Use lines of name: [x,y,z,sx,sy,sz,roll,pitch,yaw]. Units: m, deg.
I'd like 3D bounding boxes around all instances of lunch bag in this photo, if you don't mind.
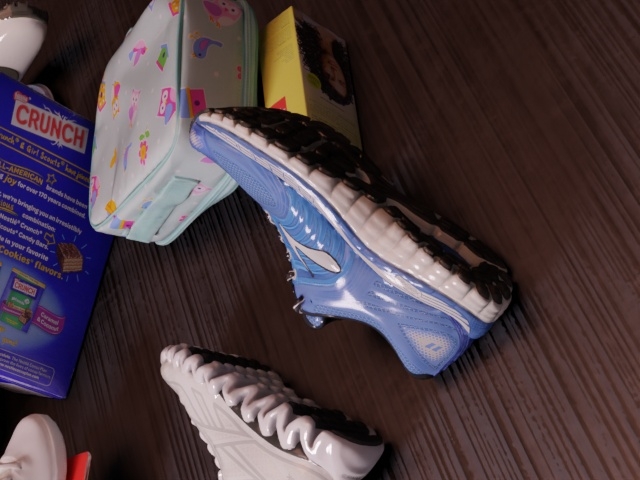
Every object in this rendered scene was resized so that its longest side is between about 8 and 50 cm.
lunch bag: [-0.159,-0.121,1.485,0.279,0.108,0.224,-38,50,56]

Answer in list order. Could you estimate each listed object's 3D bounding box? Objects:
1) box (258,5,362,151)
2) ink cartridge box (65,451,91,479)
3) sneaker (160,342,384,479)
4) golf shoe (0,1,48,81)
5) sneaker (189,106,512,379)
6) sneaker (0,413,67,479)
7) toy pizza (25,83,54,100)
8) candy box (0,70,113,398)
box: [-0.008,-0.119,1.387,0.058,0.087,0.232,-32,50,32]
ink cartridge box: [-0.256,0.343,1.404,0.134,0.078,0.231,-22,54,38]
sneaker: [-0.069,0.178,1.282,0.292,0.110,0.118,26,98,51]
golf shoe: [-0.440,-0.201,1.852,0.273,0.105,0.120,-42,57,30]
sneaker: [0.000,0.000,1.214,0.330,0.130,0.147,40,113,20]
sneaker: [-0.317,0.267,1.376,0.080,0.094,0.212,-14,59,45]
toy pizza: [-0.410,-0.115,1.852,0.201,0.032,0.201,-26,50,35]
candy box: [-0.373,-0.010,1.575,0.122,0.268,0.317,2,70,44]
